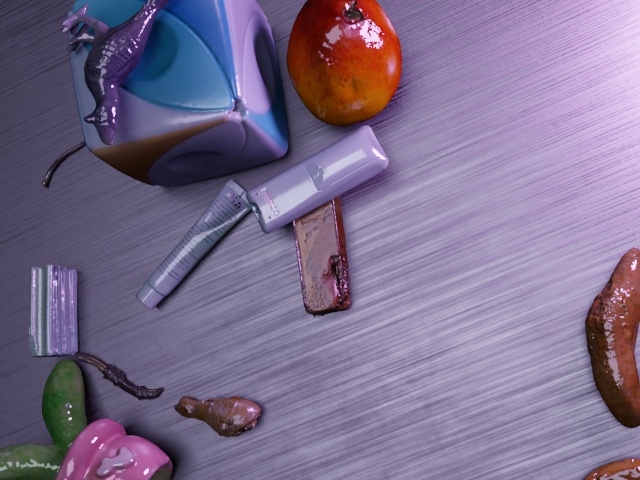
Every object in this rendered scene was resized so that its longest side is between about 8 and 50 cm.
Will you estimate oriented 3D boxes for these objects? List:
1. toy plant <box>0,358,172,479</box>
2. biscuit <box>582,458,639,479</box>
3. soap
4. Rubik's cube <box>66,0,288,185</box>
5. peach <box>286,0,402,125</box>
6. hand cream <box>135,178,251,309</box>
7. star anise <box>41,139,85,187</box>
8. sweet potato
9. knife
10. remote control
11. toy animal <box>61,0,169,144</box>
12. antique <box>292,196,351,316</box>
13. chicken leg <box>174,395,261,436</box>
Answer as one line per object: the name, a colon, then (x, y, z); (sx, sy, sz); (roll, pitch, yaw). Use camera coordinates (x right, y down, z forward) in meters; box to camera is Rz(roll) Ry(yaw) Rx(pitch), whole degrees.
toy plant: (-0.484, 0.445, 1.636); (0.356, 0.210, 0.317); (18, 53, 20)
biscuit: (0.577, 0.544, 1.409); (0.296, 0.075, 0.296); (-2, 81, 14)
soap: (-0.594, 0.159, 1.741); (0.063, 0.114, 0.198); (-6, 79, 14)
Rubik's cube: (-0.280, -0.328, 1.616); (0.347, 0.352, 0.351); (-12, 77, 11)
peach: (0.046, -0.371, 1.585); (0.238, 0.281, 0.281); (17, 86, 15)
hand cream: (-0.278, 0.012, 1.713); (0.085, 0.058, 0.331); (42, 93, 18)
star anise: (-0.526, -0.210, 1.832); (0.227, 0.218, 0.148); (-21, 111, 49)
sweet potato: (0.552, 0.178, 1.468); (0.114, 0.092, 0.341); (5, 82, -10)
knife: (-0.451, 0.303, 1.729); (0.222, 0.021, 0.045); (22, 88, 12)
remote control: (-0.011, -0.126, 1.585); (0.293, 0.051, 0.103); (-29, 76, 7)
toy animal: (-0.377, -0.360, 1.424); (0.206, 0.081, 0.367); (20, 79, 20)
antique: (0.000, 0.000, 1.633); (0.093, 0.087, 0.310); (-10, 78, 11)
chicken leg: (-0.223, 0.363, 1.642); (0.198, 0.069, 0.085); (6, 81, 22)
